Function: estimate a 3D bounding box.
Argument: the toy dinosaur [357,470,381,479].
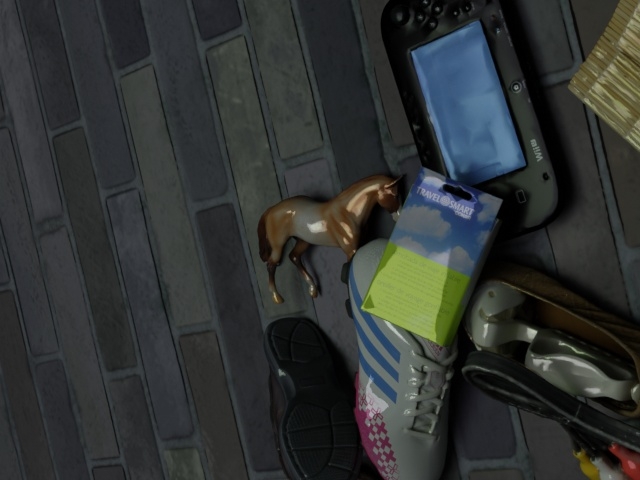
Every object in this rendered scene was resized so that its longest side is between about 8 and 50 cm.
[{"bbox_3d":[0.089,0.368,1.747,0.296,0.127,0.200,-4,98,46],"label":"toy dinosaur"}]

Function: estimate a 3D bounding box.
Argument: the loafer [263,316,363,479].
[{"bbox_3d":[-0.014,0.234,1.798,0.302,0.109,0.095,-106,20,-46],"label":"loafer"}]

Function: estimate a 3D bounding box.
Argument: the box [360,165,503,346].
[{"bbox_3d":[0.129,0.018,1.570,0.109,0.042,0.178,24,94,17],"label":"box"}]

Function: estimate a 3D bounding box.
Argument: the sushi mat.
[{"bbox_3d":[0.397,-0.121,1.423,0.316,0.019,0.151,47,126,26],"label":"sushi mat"}]

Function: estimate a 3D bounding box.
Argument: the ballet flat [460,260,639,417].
[{"bbox_3d":[0.251,0.112,1.541,0.342,0.124,0.116,28,117,37],"label":"ballet flat"}]

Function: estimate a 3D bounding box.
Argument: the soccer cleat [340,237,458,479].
[{"bbox_3d":[0.109,0.160,1.672,0.143,0.116,0.331,2,107,53],"label":"soccer cleat"}]

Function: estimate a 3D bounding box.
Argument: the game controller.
[{"bbox_3d":[0.176,-0.154,1.598,0.166,0.067,0.319,-22,84,44],"label":"game controller"}]

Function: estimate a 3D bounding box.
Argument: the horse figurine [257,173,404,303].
[{"bbox_3d":[0.000,0.000,1.802,0.263,0.066,0.174,4,109,41],"label":"horse figurine"}]

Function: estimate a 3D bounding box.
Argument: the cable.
[{"bbox_3d":[0.276,0.207,1.461,0.139,0.287,0.072,-8,56,59],"label":"cable"}]
